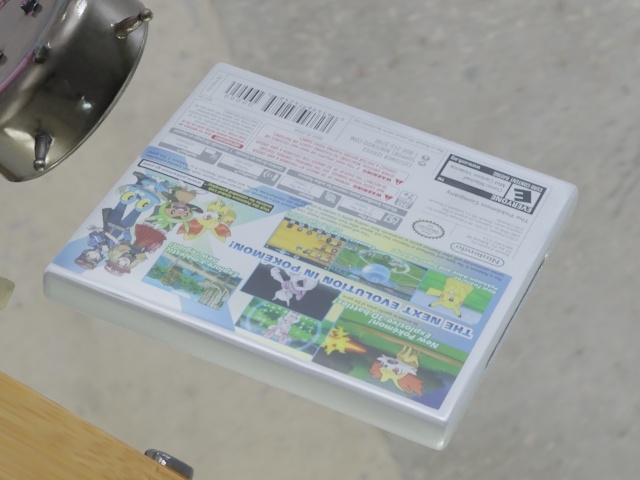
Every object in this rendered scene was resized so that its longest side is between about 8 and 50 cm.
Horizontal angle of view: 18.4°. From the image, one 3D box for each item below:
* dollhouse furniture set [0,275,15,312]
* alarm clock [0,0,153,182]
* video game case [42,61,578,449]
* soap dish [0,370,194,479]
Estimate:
[{"bbox_3d":[-0.433,0.053,1.397,0.374,0.152,0.201,14,74,30],"label":"dollhouse furniture set"},{"bbox_3d":[-0.170,-0.105,1.149,0.064,0.192,0.129,37,83,-26],"label":"alarm clock"},{"bbox_3d":[0.000,0.000,1.539,0.329,0.300,0.036,20,134,14],"label":"video game case"},{"bbox_3d":[-0.202,0.085,0.828,0.291,0.229,0.118,17,76,43],"label":"soap dish"}]
